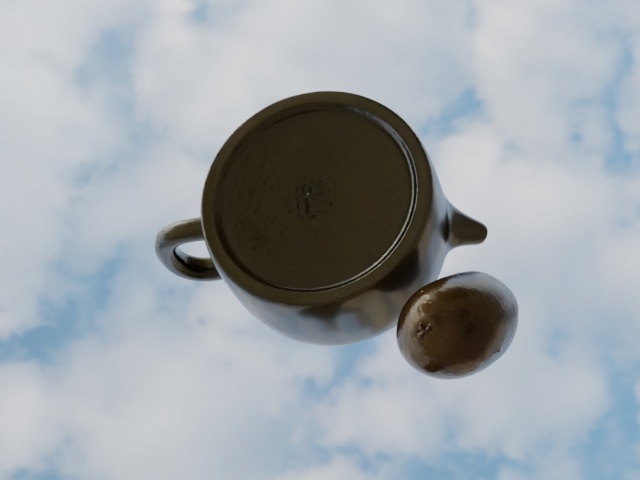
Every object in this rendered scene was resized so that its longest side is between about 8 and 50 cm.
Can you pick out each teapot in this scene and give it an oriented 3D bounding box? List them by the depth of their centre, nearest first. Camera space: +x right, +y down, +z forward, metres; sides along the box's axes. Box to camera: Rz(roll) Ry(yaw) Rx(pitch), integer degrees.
[{"bbox_3d":[0.000,0.000,0.785,0.175,0.267,0.186,62,-157,-62],"label":"teapot"}]

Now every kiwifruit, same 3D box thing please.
[{"bbox_3d":[0.098,0.059,0.680,0.124,0.075,0.075,0,-98,-61],"label":"kiwifruit"}]
